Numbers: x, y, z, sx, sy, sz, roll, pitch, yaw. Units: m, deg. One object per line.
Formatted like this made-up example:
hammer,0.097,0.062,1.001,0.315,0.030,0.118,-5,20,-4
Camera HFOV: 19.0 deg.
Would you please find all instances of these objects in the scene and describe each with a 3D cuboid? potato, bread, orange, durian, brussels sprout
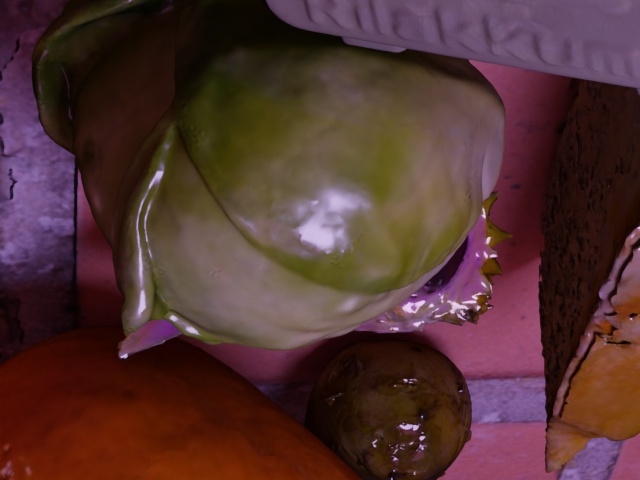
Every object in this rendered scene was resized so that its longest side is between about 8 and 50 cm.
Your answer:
potato,0.056,0.147,1.569,0.137,0.137,0.176,8,157,-17
bread,0.292,-0.006,1.339,0.279,0.248,0.315,-4,143,-2
orange,-0.124,0.264,1.448,0.326,0.424,0.424,-52,135,-10
durian,0.001,-0.012,1.376,0.260,0.154,0.186,9,114,-3
brussels sprout,-0.038,-0.059,1.208,0.294,0.259,0.227,8,136,-18

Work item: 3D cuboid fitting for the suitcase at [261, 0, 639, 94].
suitcase,0.098,-0.243,0.989,0.351,0.194,0.339,12,138,24
